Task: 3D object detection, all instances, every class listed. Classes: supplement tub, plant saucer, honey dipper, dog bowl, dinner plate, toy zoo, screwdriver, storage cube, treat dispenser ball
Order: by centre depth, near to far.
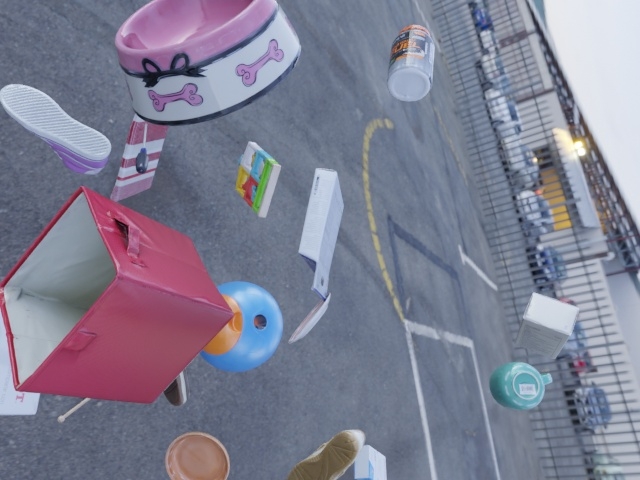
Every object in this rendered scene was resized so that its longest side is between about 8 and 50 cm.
[{"bbox_3d":[-0.268,0.080,0.645,0.183,0.215,0.193,49,9,37],"label":"storage cube"},{"bbox_3d":[-0.353,-0.192,0.966,0.025,0.024,0.169,101,-19,-48],"label":"screwdriver"},{"bbox_3d":[-0.019,0.170,1.040,0.017,0.141,0.141,41,30,-1],"label":"dinner plate"},{"bbox_3d":[-0.256,-0.432,1.054,0.150,0.409,0.407,70,20,-46],"label":"dog bowl"},{"bbox_3d":[0.241,-0.473,1.280,0.117,0.117,0.190,46,44,-45],"label":"supplement tub"},{"bbox_3d":[-0.678,0.464,1.387,0.161,0.031,0.030,-40,112,-53],"label":"honey dipper"},{"bbox_3d":[-0.371,0.674,1.475,0.037,0.200,0.199,-45,117,-81],"label":"plant saucer"},{"bbox_3d":[-0.265,0.275,1.556,0.288,0.289,0.287,43,39,-48],"label":"treat dispenser ball"},{"bbox_3d":[-0.234,-0.229,1.719,0.030,0.192,0.293,6,24,-33],"label":"toy zoo"}]

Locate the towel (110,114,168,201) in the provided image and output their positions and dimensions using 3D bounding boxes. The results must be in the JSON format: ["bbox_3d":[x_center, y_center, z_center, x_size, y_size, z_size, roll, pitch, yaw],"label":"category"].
[{"bbox_3d":[-0.625,-0.307,1.689,0.037,0.328,0.237,25,20,1],"label":"towel"}]

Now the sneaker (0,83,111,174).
[{"bbox_3d":[-0.694,-0.268,1.256,0.282,0.161,0.102,38,56,-15],"label":"sneaker"}]

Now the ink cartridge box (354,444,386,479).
[{"bbox_3d":[0.145,0.657,1.402,0.122,0.052,0.088,49,33,-41],"label":"ink cartridge box"}]

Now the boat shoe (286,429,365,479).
[{"bbox_3d":[0.013,0.373,0.803,0.063,0.170,0.059,54,21,23],"label":"boat shoe"}]

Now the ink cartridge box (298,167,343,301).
[{"bbox_3d":[0.000,0.000,0.958,0.223,0.046,0.223,66,34,-75],"label":"ink cartridge box"}]

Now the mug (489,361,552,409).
[{"bbox_3d":[0.559,0.394,1.346,0.129,0.158,0.097,43,-14,11],"label":"mug"}]

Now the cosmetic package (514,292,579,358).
[{"bbox_3d":[0.304,0.118,0.657,0.041,0.060,0.115,-61,155,-19],"label":"cosmetic package"}]

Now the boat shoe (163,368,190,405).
[{"bbox_3d":[-0.398,0.320,1.339,0.095,0.095,0.257,-6,74,-53],"label":"boat shoe"}]

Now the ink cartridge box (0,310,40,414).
[{"bbox_3d":[-0.638,0.177,0.814,0.308,0.129,0.222,26,60,-49],"label":"ink cartridge box"}]
